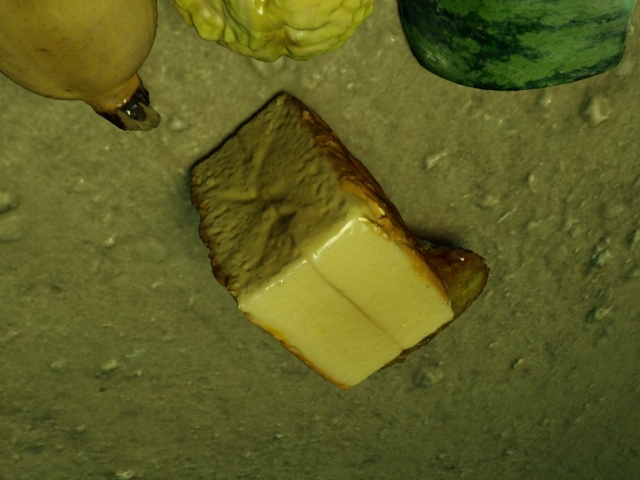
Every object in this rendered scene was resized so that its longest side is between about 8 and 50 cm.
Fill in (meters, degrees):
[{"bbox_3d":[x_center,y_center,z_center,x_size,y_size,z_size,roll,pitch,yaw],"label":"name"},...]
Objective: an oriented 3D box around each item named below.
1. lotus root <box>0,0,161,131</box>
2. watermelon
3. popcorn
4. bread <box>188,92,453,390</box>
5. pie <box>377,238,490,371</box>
[{"bbox_3d":[-0.249,-0.226,0.605,0.183,0.182,0.309,-21,139,-4],"label":"lotus root"},{"bbox_3d":[0.243,-0.338,0.685,0.292,0.283,0.250,-56,146,-6],"label":"watermelon"},{"bbox_3d":[-0.044,-0.293,0.586,0.212,0.259,0.259,-54,142,-31],"label":"popcorn"},{"bbox_3d":[0.000,0.000,0.808,0.207,0.279,0.279,-36,132,10],"label":"bread"},{"bbox_3d":[0.117,0.117,1.048,0.355,0.102,0.288,-40,140,22],"label":"pie"}]
